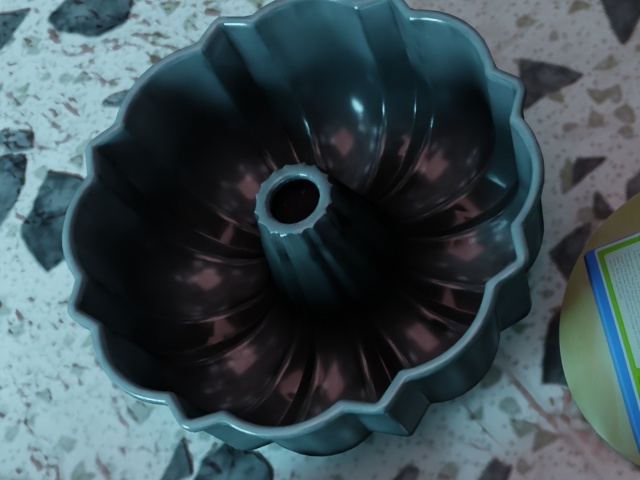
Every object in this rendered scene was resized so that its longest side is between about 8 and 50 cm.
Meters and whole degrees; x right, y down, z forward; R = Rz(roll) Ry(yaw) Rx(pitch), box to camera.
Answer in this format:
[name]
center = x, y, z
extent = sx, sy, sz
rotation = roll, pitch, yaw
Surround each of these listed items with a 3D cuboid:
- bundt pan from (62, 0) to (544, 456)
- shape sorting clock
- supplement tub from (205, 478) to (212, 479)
[bundt pan]
center = 0.000, 0.000, 1.240
extent = 0.330, 0.124, 0.331
rotation = -9, 61, 16
[shape sorting clock]
center = 0.250, 0.052, 1.161
extent = 0.206, 0.040, 0.206
rotation = -10, 69, 27
[supplement tub]
center = -0.104, 0.247, 1.155
extent = 0.106, 0.106, 0.198
rotation = 31, 76, 31
